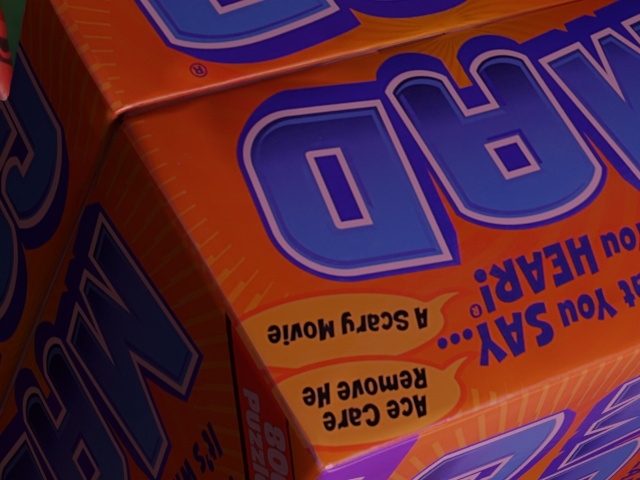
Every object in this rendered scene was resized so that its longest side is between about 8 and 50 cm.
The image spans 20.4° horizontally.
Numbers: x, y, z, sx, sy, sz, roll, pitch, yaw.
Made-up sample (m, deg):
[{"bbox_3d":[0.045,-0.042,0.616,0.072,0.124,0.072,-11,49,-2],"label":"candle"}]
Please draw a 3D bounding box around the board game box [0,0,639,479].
[{"bbox_3d":[0.000,0.000,0.963,0.356,0.356,0.356,-17,154,-32],"label":"board game box"}]

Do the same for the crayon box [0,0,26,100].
[{"bbox_3d":[-0.102,-0.230,0.572,0.319,0.081,0.202,79,7,-46],"label":"crayon box"}]
